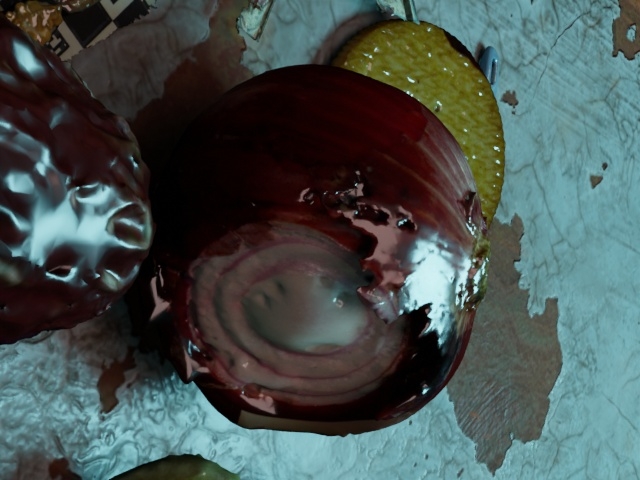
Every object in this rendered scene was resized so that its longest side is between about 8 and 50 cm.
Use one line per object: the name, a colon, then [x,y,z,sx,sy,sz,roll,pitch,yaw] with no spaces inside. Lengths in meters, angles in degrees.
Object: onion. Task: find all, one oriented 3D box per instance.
onion: [0.006,-0.003,1.146,0.341,0.341,0.341,-1,92,-45]

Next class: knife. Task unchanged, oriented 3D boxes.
knife: [0.190,-0.083,1.533,0.044,0.019,0.313,15,82,-47]

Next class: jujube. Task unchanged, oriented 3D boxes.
jujube: [-0.283,-0.064,0.899,0.376,0.258,0.258,22,76,-44]

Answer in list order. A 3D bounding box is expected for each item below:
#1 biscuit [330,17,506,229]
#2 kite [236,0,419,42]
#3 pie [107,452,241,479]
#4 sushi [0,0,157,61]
biscuit: [0.102,-0.102,1.421,0.305,0.038,0.305,2,87,-41]
kite: [-0.021,-0.363,1.300,0.406,0.014,0.368,35,62,-34]
pie: [-0.120,0.375,1.079,0.078,0.296,0.371,84,20,-79]
sushi: [-0.252,-0.230,1.067,0.279,0.043,0.192,-36,116,-38]
